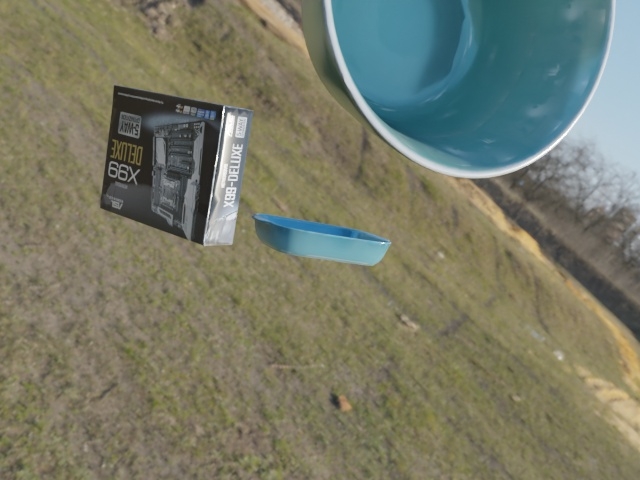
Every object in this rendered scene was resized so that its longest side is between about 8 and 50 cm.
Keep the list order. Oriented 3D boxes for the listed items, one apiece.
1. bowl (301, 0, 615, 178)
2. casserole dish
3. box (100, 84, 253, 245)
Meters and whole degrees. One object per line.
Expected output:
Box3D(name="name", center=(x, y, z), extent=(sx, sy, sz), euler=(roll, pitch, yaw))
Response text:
Box3D(name="bowl", center=(0.106, -0.220, 0.707), extent=(0.311, 0.311, 0.163), euler=(37, -8, -26))
Box3D(name="casserole dish", center=(0.000, 0.000, 0.948), extent=(0.188, 0.037, 0.114), euler=(8, 8, -28))
Box3D(name="box", center=(-0.271, -0.143, 1.360), extent=(0.307, 0.242, 0.077), euler=(18, 12, 37))
